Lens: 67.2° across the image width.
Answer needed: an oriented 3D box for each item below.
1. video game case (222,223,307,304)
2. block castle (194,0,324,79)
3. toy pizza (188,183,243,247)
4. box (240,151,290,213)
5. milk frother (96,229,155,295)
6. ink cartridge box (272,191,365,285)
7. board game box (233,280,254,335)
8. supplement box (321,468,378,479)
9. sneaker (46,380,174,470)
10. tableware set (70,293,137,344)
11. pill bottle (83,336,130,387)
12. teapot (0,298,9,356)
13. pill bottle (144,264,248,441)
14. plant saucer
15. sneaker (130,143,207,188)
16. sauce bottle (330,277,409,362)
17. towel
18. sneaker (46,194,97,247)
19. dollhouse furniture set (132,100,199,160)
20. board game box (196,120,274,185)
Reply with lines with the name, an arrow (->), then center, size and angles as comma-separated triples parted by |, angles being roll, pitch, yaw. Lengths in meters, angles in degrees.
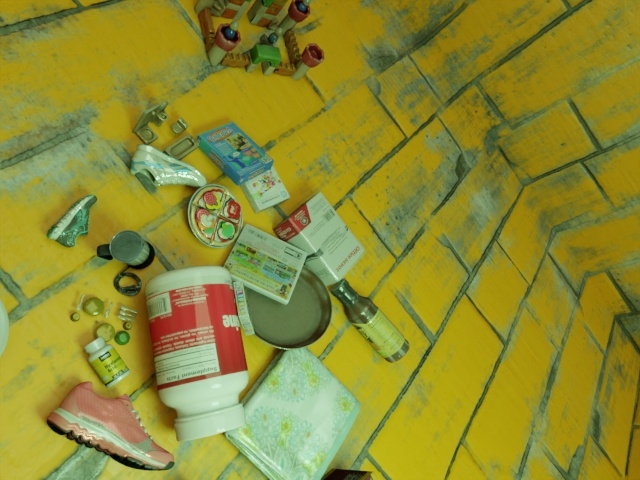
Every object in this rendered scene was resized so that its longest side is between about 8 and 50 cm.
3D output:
video game case -> -0.174, 0.072, 1.528 | 0.227, 0.026, 0.206 | 26, 50, -7
block castle -> -0.215, -0.800, 1.799 | 0.453, 0.213, 0.303 | -5, 74, -38
toy pizza -> -0.318, -0.077, 1.496 | 0.201, 0.032, 0.201 | 7, 80, -46
box -> -0.208, -0.202, 1.665 | 0.145, 0.038, 0.186 | -28, 90, -40
milk frother -> -0.501, 0.062, 1.263 | 0.129, 0.135, 0.143 | -23, 82, -10
ink cartridge box -> 0.000, 0.000, 1.685 | 0.273, 0.114, 0.197 | 52, 49, -7
board game box -> -0.213, 0.191, 1.345 | 0.026, 0.154, 0.103 | -11, 62, -7
supplement box -> 0.055, 0.756, 1.352 | 0.191, 0.194, 0.129 | -22, 85, -41
sneaker -> -0.467, 0.441, 1.142 | 0.314, 0.116, 0.136 | 37, 52, -19
tableware set -> -0.556, 0.207, 1.236 | 0.154, 0.024, 0.104 | 25, 61, -28
pill bottle -> -0.529, 0.298, 1.188 | 0.065, 0.065, 0.116 | -37, 95, -41
teapot -> -0.790, 0.185, 0.970 | 0.256, 0.187, 0.252 | -56, 130, -65
pill bottle -> -0.313, 0.286, 1.249 | 0.229, 0.229, 0.407 | -2, 73, -38
plant saucer -> -0.114, 0.200, 1.513 | 0.311, 0.050, 0.310 | 12, 55, -18
sneaker -> -0.456, -0.200, 1.453 | 0.229, 0.087, 0.092 | 23, 75, -27
sauce bottle -> 0.170, 0.279, 1.701 | 0.344, 0.111, 0.111 | 49, 50, -9
towel -> -0.071, 0.523, 1.426 | 0.320, 0.090, 0.374 | 49, 50, -11
sneaker -> -0.637, -0.049, 1.268 | 0.076, 0.065, 0.166 | 50, 51, -31
dollhouse furniture set -> -0.454, -0.336, 1.477 | 0.151, 0.123, 0.144 | 49, 50, -10
board game box -> -0.283, -0.292, 1.598 | 0.210, 0.047, 0.160 | 45, 49, 11
